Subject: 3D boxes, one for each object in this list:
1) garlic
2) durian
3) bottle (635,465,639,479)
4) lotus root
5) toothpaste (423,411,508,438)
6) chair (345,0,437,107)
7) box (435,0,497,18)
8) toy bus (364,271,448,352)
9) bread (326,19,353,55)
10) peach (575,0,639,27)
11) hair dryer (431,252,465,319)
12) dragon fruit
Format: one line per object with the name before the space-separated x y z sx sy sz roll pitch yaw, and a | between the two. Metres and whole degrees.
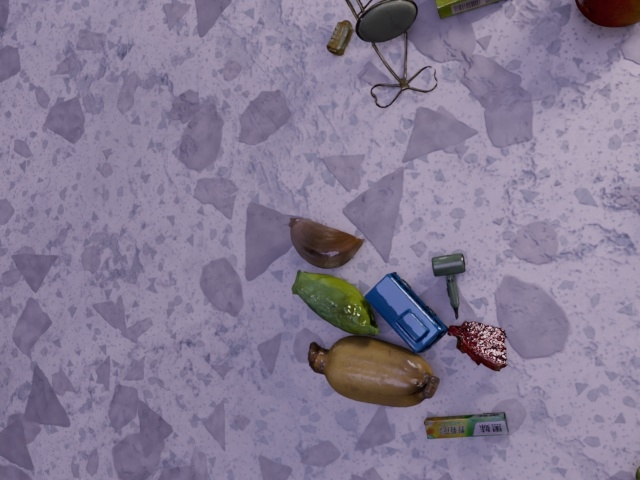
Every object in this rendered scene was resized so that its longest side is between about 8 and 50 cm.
garlic | 0.002 0.015 1.287 0.196 0.087 0.101 18 81 24
durian | 0.039 0.152 1.235 0.250 0.139 0.101 33 105 20
bottle | 0.716 0.532 0.975 0.112 0.112 0.260 -38 76 15
lotus root | 0.121 0.298 1.202 0.303 0.131 0.146 8 68 21
toothpaste | 0.322 0.412 1.170 0.178 0.037 0.043 -11 83 20
chair | 0.153 -0.498 1.208 0.160 0.170 0.325 -17 77 6
box | 0.333 -0.663 1.196 0.175 0.062 0.260 -11 83 20
toy bus | 0.194 0.165 1.192 0.090 0.106 0.184 -46 74 11
bread | 0.050 -0.506 1.312 0.049 0.034 0.088 23 93 16
peach | 0.591 -0.513 1.028 0.197 0.197 0.197 -1 88 21
hair dryer | 0.299 0.107 1.191 0.071 0.047 0.150 -9 91 19
dragon fruit | 0.343 0.238 1.165 0.131 0.063 0.097 13 53 10
